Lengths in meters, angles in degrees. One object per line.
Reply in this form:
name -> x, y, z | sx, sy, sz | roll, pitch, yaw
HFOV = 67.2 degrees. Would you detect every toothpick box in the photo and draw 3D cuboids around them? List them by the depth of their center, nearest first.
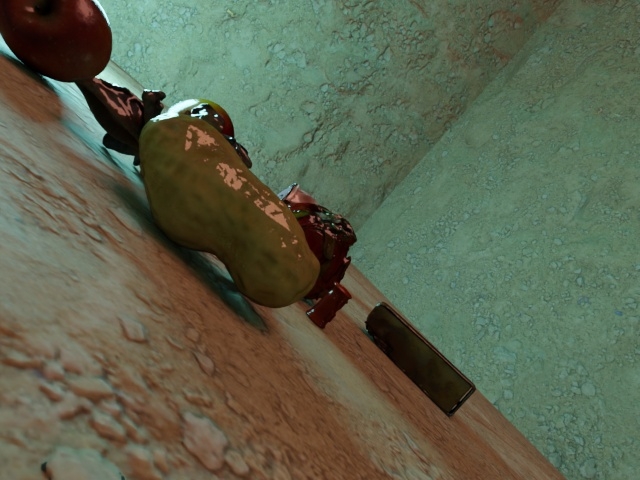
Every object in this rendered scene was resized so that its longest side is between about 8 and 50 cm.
toothpick box -> 0.017, 0.119, 0.894 | 0.047, 0.083, 0.047 | 43, 4, -4

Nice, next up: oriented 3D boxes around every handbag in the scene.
handbag -> -0.085, -0.054, 1.202 | 0.116, 0.179, 0.205 | 49, 7, -15

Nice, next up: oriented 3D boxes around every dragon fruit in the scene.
dragon fruit -> -0.005, -0.005, 0.998 | 0.218, 0.148, 0.224 | 45, 33, -15

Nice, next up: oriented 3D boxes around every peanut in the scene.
peanut -> -0.135, -0.036, 0.646 | 0.319, 0.147, 0.147 | 48, 4, 9

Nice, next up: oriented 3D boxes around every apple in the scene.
apple -> -0.475, -0.377, 0.870 | 0.181, 0.181, 0.168 | 41, -19, -8

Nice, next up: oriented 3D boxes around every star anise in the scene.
star anise -> -0.242, -0.173, 0.788 | 0.257, 0.111, 0.198 | 9, -28, 3

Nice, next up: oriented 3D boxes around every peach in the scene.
peach -> -0.298, -0.237, 1.122 | 0.197, 0.197, 0.197 | 42, 3, -3

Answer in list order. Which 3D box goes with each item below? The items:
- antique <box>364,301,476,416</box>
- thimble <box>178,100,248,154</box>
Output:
antique -> 0.239, 0.288, 1.208 | 0.310, 0.093, 0.087 | 43, 3, 20
thimble -> -0.329, -0.268, 1.334 | 0.237, 0.150, 0.237 | 40, 4, -3
